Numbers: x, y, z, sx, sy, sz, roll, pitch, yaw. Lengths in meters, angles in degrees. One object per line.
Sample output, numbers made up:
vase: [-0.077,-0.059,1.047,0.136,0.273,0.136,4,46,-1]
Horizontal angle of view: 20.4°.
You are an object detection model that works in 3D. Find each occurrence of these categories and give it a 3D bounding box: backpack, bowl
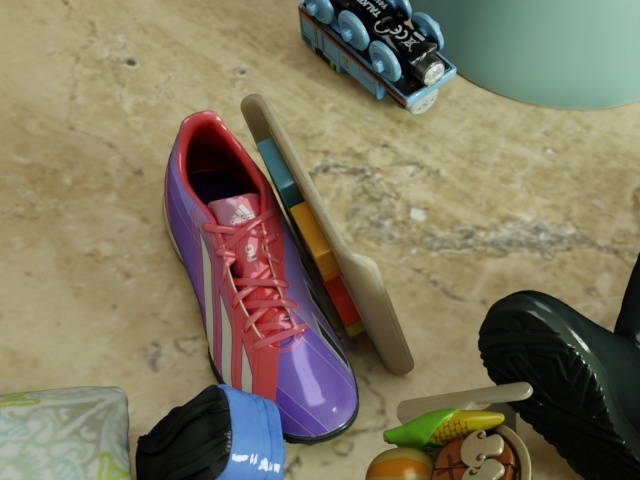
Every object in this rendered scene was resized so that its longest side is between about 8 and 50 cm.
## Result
backpack: [-0.076,0.169,1.375,0.101,0.120,0.098,15,45,-35]
bowl: [0.246,-0.295,1.766,0.312,0.163,0.311,1,51,-2]

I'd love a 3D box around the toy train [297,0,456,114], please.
toy train: [0.052,-0.193,1.702,0.080,0.105,0.184,-36,60,-18]

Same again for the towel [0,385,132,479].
towel: [-0.291,0.276,1.304,0.321,0.090,0.374,-2,50,-9]

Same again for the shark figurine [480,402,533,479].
shark figurine: [0.121,0.216,1.364,0.166,0.116,0.278,28,56,17]

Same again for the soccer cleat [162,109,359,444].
soccer cleat: [-0.058,0.029,1.501,0.109,0.116,0.318,-16,53,-14]

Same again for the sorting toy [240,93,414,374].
sorting toy: [0.000,0.000,1.488,0.038,0.193,0.208,-30,55,-5]

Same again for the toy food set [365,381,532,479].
toy food set: [0.091,0.180,1.312,0.132,0.038,0.192,-14,46,26]

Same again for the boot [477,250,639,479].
boot: [0.238,0.073,1.435,0.094,0.246,0.207,-13,37,43]
